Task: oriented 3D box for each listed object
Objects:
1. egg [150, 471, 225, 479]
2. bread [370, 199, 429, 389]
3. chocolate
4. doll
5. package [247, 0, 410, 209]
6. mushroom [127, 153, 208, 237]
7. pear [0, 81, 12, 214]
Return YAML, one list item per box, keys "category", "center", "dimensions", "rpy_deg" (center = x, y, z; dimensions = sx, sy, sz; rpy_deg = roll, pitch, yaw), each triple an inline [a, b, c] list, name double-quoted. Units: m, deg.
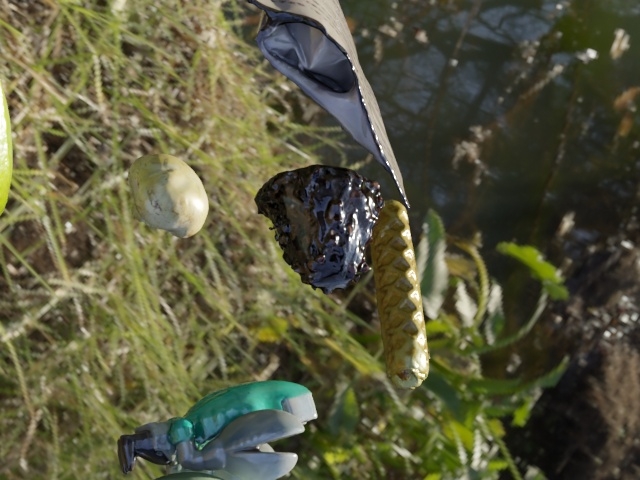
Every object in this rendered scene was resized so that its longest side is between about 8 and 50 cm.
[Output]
- category: "egg"
  center: [-0.190, 0.379, 1.322]
  dimensions: [0.231, 0.168, 0.168]
  rpy_deg: [-25, 131, -6]
- category: "bread"
  center: [0.129, 0.083, 1.808]
  dimensions: [0.077, 0.367, 0.084]
  rpy_deg: [-11, 143, 10]
- category: "chocolate"
  center: [0.000, 0.000, 1.253]
  dimensions: [0.156, 0.156, 0.133]
  rpy_deg: [32, 48, -47]
- category: "doll"
  center: [-0.128, 0.276, 1.438]
  dimensions: [0.258, 0.153, 0.195]
  rpy_deg: [-16, 170, 6]
- category: "package"
  center: [0.014, -0.167, 1.002]
  dimensions: [0.062, 0.204, 0.251]
  rpy_deg: [-31, 116, 15]
- category: "mushroom"
  center: [-0.242, -0.069, 1.689]
  dimensions: [0.112, 0.148, 0.148]
  rpy_deg: [-46, 140, 18]
- category: "pear"
  center: [-0.506, -0.114, 1.263]
  dimensions: [0.239, 0.318, 0.342]
  rpy_deg: [-19, 164, -43]
